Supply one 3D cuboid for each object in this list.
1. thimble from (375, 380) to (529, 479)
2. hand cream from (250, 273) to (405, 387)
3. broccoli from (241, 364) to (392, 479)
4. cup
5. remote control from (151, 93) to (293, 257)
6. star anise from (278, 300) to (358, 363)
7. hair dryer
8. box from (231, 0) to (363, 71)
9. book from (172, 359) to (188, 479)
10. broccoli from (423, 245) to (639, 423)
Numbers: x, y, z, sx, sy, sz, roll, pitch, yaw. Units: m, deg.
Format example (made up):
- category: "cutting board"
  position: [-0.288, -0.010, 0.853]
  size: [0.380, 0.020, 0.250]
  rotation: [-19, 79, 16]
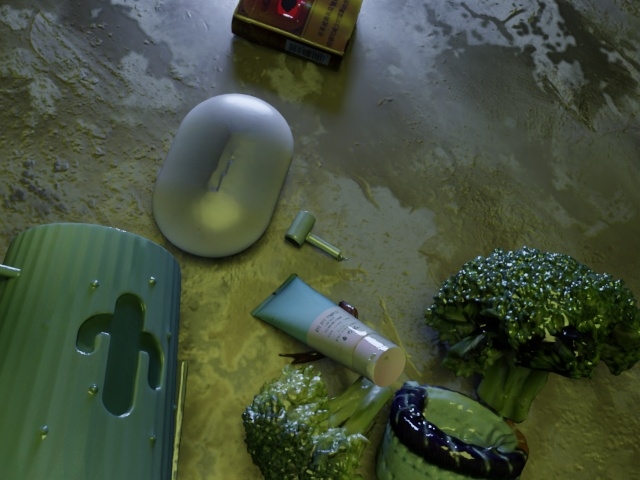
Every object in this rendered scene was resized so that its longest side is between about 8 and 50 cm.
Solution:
- category: "thimble"
  position: [0.197, 0.334, 1.069]
  size: [0.237, 0.237, 0.150]
  rotation: [18, 102, -2]
- category: "hand cream"
  position: [0.007, 0.147, 1.122]
  size: [0.111, 0.070, 0.312]
  rotation: [-42, 38, -17]
- category: "broccoli"
  position: [0.009, 0.308, 1.081]
  size: [0.243, 0.263, 0.247]
  rotation: [-35, 111, -26]
- category: "cup"
  position: [-0.364, 0.186, 0.924]
  size: [0.310, 0.401, 0.392]
  rotation: [-8, 61, 16]
- category: "remote control"
  position: [-0.177, -0.124, 1.243]
  size: [0.221, 0.103, 0.332]
  rotation: [17, 68, 4]
- category: "star anise"
  position: [0.029, 0.198, 1.183]
  size: [0.140, 0.158, 0.144]
  rotation: [46, 106, 15]
- category: "hair dryer"
  position: [0.000, 0.000, 1.267]
  size: [0.124, 0.038, 0.063]
  rotation: [31, 68, -3]
- category: "box"
  position: [-0.047, -0.467, 1.408]
  size: [0.240, 0.071, 0.159]
  rotation: [20, 71, -2]
- category: "book"
  position: [-0.357, 0.366, 1.072]
  size: [0.260, 0.043, 0.370]
  rotation: [4, 69, -7]
- category: "broccoli"
  position: [0.362, 0.142, 1.148]
  size: [0.317, 0.338, 0.277]
  rotation: [-48, 53, 0]
